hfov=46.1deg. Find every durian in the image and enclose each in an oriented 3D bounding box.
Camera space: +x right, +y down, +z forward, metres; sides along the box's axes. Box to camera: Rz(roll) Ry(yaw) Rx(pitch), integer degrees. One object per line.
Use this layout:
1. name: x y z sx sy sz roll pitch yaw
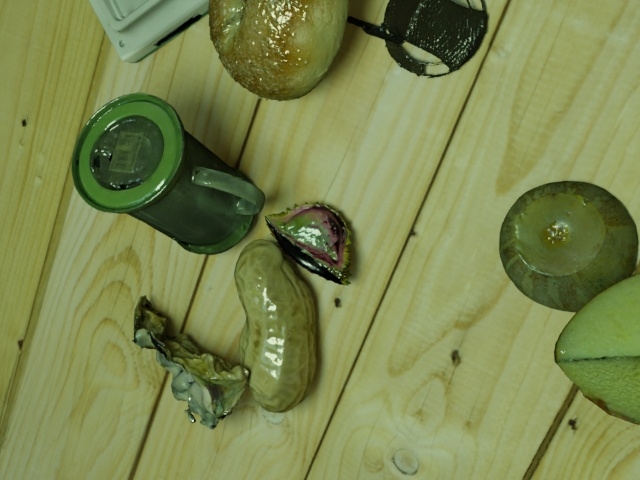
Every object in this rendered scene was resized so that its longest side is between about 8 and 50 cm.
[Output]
1. durian: 0.002 -0.003 1.359 0.187 0.119 0.108 36 74 11

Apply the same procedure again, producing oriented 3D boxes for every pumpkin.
1. pumpkin: 0.378 0.012 1.177 0.217 0.110 0.217 2 95 27

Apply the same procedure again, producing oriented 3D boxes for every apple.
1. apple: 0.531 0.159 1.090 0.346 0.179 0.254 -12 82 27

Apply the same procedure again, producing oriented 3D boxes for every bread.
1. bread: -0.082 -0.375 1.235 0.306 0.159 0.305 17 111 52

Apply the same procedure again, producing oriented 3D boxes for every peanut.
1. peanut: -0.086 0.157 1.391 0.153 0.140 0.325 -7 95 42

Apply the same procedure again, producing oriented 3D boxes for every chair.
1. chair: 0.150 -0.370 1.221 0.213 0.149 0.174 20 109 -24

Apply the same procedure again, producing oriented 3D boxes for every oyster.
1. oyster: -0.255 0.235 1.443 0.351 0.115 0.238 7 132 51

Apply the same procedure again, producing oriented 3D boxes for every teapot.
1. teapot: -0.222 -0.091 1.301 0.271 0.337 0.200 8 77 21

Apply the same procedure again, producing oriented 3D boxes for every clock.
1. clock: -0.327 -0.493 1.397 0.262 0.116 0.231 -26 89 27
